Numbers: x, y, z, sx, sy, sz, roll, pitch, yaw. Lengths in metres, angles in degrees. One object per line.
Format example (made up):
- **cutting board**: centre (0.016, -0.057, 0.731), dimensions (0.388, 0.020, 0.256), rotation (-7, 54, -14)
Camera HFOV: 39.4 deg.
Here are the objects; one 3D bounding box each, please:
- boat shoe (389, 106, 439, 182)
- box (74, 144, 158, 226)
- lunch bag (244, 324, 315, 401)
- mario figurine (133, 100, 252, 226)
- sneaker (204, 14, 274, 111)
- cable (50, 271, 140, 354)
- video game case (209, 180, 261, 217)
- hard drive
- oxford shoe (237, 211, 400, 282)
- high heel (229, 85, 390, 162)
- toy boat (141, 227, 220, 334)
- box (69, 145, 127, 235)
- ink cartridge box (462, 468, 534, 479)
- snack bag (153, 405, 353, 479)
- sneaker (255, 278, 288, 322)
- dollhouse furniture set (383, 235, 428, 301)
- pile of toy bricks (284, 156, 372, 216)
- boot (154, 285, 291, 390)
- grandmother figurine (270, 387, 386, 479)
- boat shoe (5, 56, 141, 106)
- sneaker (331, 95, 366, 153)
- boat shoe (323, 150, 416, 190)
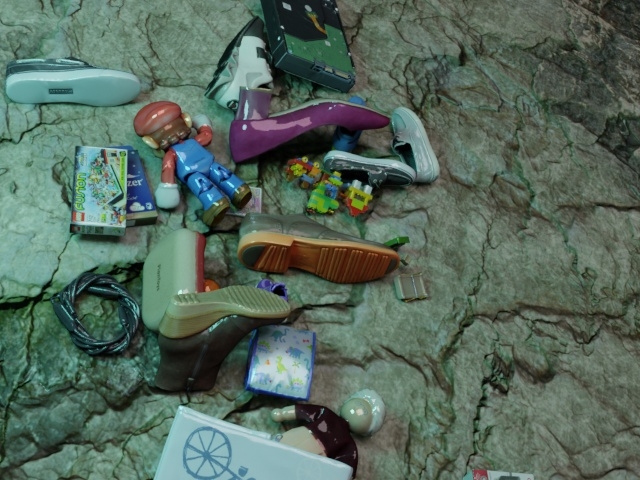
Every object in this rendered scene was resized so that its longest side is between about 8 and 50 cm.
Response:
- **boat shoe**: centre (0.222, -0.244, 2.254), dimensions (0.081, 0.079, 0.227), rotation (-8, 62, -30)
- **box**: centre (-0.451, -0.128, 1.956), dimensions (0.136, 0.036, 0.225), rotation (-8, 58, -24)
- **lunch bag**: centre (-0.081, 0.248, 1.773), dimensions (0.128, 0.096, 0.151), rotation (12, 41, -9)
- **mario figurine**: centre (-0.301, -0.176, 2.011), dimensions (0.320, 0.170, 0.198), rotation (49, 23, 11)
- **sneaker**: centre (-0.178, -0.429, 2.238), dimensions (0.146, 0.122, 0.331), rotation (32, 48, -18)
- **cable**: centre (-0.432, 0.147, 1.762), dimensions (0.184, 0.047, 0.150), rotation (45, 48, 18)
- **video game case**: centre (-0.195, -0.092, 2.037), dimensions (0.122, 0.011, 0.087), rotation (8, 53, -14)
- **hard drive**: centre (-0.039, -0.559, 2.359), dimensions (0.237, 0.064, 0.339), rotation (13, 49, -35)
- **oxford shoe**: centre (0.000, 0.000, 1.970), dimensions (0.363, 0.130, 0.133), rotation (10, 47, -13)
- **high heel**: centre (-0.027, -0.254, 2.130), dimensions (0.377, 0.181, 0.127), rotation (7, 8, -6)
- **toy boat**: centre (-0.268, 0.091, 1.817), dimensions (0.151, 0.151, 0.231), rotation (28, 44, -39)
- **box**: centre (-0.467, -0.106, 1.888), dimensions (0.114, 0.036, 0.207), rotation (3, 56, -16)
- **ink cartridge box**: centre (0.358, 0.512, 1.765), dimensions (0.135, 0.056, 0.099), rotation (8, 52, -14)
- **snack bag**: centre (-0.135, 0.487, 1.544), dimensions (0.342, 0.037, 0.323), rotation (18, 77, -6)
- **sneaker**: centre (-0.092, 0.114, 1.851), dimensions (0.068, 0.071, 0.170), rotation (15, 13, -20)
- **dollhouse furniture set**: centre (0.186, 0.070, 2.049), dimensions (0.076, 0.058, 0.152), rotation (-5, 76, -32)
- **pile of toy bricks**: centre (0.003, -0.109, 2.078), dimensions (0.212, 0.118, 0.105), rotation (23, 78, -23)
- **boot**: centre (-0.191, 0.193, 1.717), dimensions (0.248, 0.207, 0.090), rotation (2, 31, -20)
- **grandmother figurine**: centre (-0.009, 0.391, 1.697), dimensions (0.342, 0.104, 0.208), rotation (-28, 77, -31)
- **boat shoe**: centre (-0.568, -0.376, 2.057), dimensions (0.301, 0.108, 0.102), rotation (-4, 58, -14)
- **sneaker**: centre (0.083, -0.304, 2.249), dimensions (0.069, 0.082, 0.209), rotation (21, 50, -2)
- **boat shoe**: centre (0.117, -0.156, 2.156), dimensions (0.228, 0.080, 0.076), rotation (14, 58, -8)
